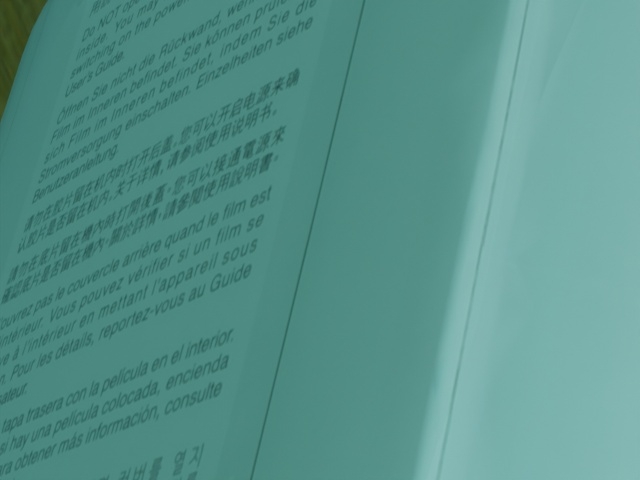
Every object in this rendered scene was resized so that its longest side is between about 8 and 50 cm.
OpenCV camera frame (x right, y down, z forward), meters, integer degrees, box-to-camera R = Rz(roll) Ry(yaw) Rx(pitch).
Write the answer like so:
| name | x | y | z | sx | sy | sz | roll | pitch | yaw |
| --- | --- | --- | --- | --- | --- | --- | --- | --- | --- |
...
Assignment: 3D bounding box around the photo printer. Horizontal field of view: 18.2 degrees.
| name | x | y | z | sx | sy | sz | roll | pitch | yaw |
| --- | --- | --- | --- | --- | --- | --- | --- | --- | --- |
| photo printer | 0.000 | 0.000 | 0.495 | 0.256 | 0.107 | 0.307 | -25 | 44 | 46 |
